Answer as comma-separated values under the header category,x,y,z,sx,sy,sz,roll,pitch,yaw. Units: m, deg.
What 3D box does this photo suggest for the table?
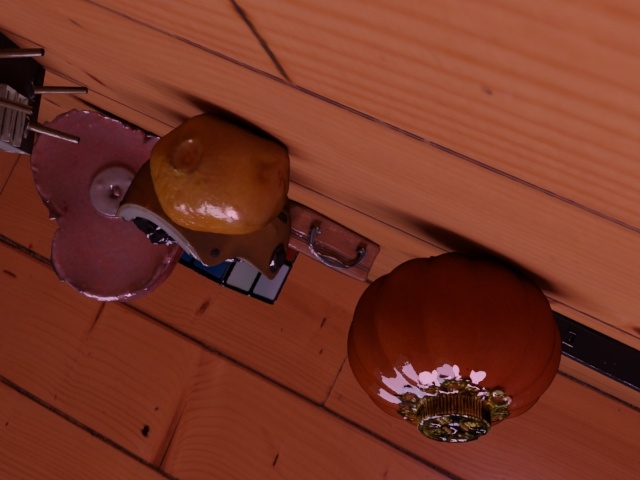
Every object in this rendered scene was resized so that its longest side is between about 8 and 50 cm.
category,x,y,z,sx,sy,sz,roll,pitch,yaw
table,-0.366,-0.178,0.971,0.111,0.121,0.240,8,178,-1

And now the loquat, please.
category,x,y,z,sx,sy,sz,roll,pitch,yaw
loquat,-0.090,-0.061,0.756,0.137,0.113,0.137,1,176,0

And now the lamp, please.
category,x,y,z,sx,sy,sz,roll,pitch,yaw
lamp,0.139,0.108,0.844,0.223,0.196,0.223,4,143,3

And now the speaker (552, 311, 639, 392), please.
category,x,y,z,sx,sy,sz,roll,pitch,yaw
speaker,0.376,0.153,1.057,0.218,0.044,0.082,26,177,10

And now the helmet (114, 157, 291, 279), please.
category,x,y,z,sx,sy,sz,roll,pitch,yaw
helmet,-0.118,-0.047,0.940,0.198,0.130,0.224,29,-171,28

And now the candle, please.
category,x,y,z,sx,sy,sz,roll,pitch,yaw
candle,-0.312,-0.071,1.327,0.131,0.287,0.316,34,-145,-86

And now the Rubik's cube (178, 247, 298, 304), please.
category,x,y,z,sx,sy,sz,roll,pitch,yaw
Rubik's cube,-0.153,-0.004,1.498,0.167,0.183,0.180,25,175,34

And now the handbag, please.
category,x,y,z,sx,sy,sz,roll,pitch,yaw
handbag,0.000,0.000,1.333,0.193,0.072,0.151,29,175,-29
